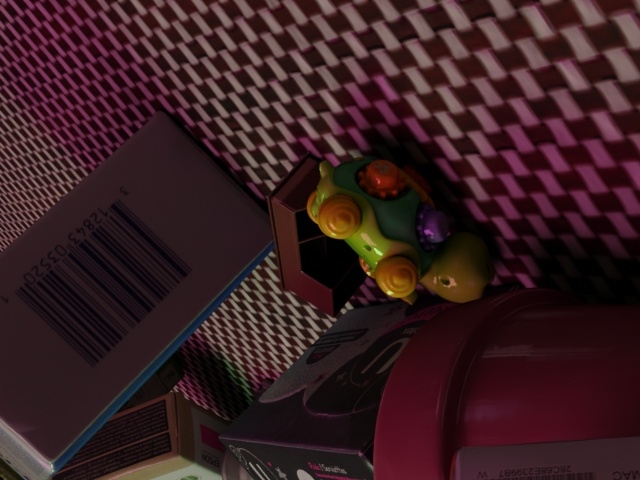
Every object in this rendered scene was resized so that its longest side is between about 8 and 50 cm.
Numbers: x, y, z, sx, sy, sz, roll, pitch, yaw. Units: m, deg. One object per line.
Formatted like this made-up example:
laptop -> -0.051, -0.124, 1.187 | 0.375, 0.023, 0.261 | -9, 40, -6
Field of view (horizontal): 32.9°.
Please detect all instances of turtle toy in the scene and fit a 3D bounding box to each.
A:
turtle toy -> 0.049, -0.005, 0.663 | 0.130, 0.066, 0.095 | 44, -179, -10

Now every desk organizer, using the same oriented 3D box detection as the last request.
desk organizer -> 0.000, 0.000, 0.783 | 0.050, 0.047, 0.130 | 32, 156, 20

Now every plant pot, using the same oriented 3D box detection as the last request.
plant pot -> 0.158, 0.113, 0.557 | 0.180, 0.201, 0.201 | -20, 116, 47

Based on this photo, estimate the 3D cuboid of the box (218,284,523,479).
box -> 0.063, 0.138, 0.771 | 0.142, 0.163, 0.247 | 52, 156, -11

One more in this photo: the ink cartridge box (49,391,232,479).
ink cartridge box -> -0.193, 0.289, 1.351 | 0.235, 0.193, 0.088 | 42, -149, -51

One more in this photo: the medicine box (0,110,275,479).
medicine box -> -0.199, 0.065, 0.943 | 0.149, 0.263, 0.289 | 44, 158, -1

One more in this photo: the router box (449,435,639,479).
router box -> 0.243, 0.181, 0.427 | 0.335, 0.082, 0.301 | -7, 137, 16

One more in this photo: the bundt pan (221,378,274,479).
bundt pan -> 0.015, 0.312, 1.220 | 0.331, 0.124, 0.331 | 36, 157, 18

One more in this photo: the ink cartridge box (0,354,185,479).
ink cartridge box -> -0.338, 0.204, 1.435 | 0.189, 0.255, 0.097 | 27, 153, 34
